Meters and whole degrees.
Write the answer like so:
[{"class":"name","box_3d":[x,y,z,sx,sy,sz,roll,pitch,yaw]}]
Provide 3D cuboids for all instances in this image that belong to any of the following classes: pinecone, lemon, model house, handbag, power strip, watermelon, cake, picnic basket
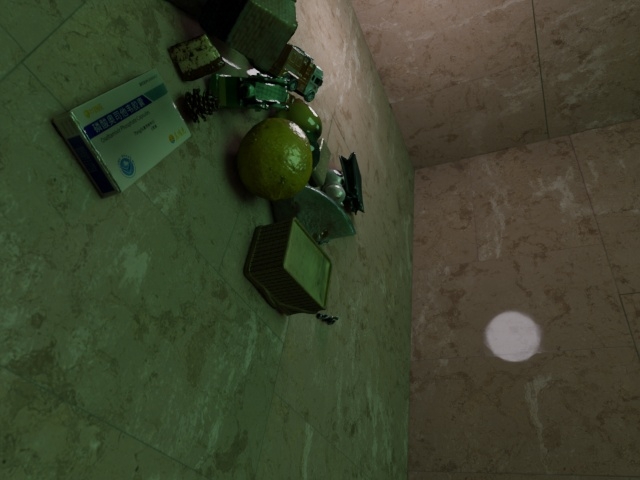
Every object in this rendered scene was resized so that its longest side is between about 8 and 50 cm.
[{"class":"pinecone","box_3d":[-0.352,-0.400,1.398,0.102,0.110,0.102,-8,90,-68]},{"class":"lemon","box_3d":[-0.154,-0.279,1.614,0.258,0.258,0.310,48,40,-50]},{"class":"model house","box_3d":[-0.240,-0.742,1.495,0.284,0.243,0.298,22,43,-34]},{"class":"handbag","box_3d":[0.168,-0.291,2.476,0.326,0.090,0.238,61,23,-67]},{"class":"power strip","box_3d":[-0.011,-0.367,2.210,0.256,0.070,0.105,-79,149,-42]},{"class":"watermelon","box_3d":[-0.062,-0.076,1.813,0.258,0.387,0.228,-57,176,-5]},{"class":"cake","box_3d":[-0.340,-0.585,1.474,0.112,0.135,0.246,67,26,-24]},{"class":"picnic basket","box_3d":[-0.107,0.104,1.673,0.313,0.176,0.227,51,37,-41]}]

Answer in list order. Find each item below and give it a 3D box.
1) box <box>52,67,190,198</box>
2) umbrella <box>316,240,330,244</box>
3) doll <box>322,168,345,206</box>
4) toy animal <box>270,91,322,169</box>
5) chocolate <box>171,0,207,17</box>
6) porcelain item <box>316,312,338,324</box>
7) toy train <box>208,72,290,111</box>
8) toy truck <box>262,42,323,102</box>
[{"class":"box","box_3d":[-0.460,-0.271,1.154,0.343,0.065,0.200,-66,140,-53]},{"class":"umbrella","box_3d":[0.000,0.000,2.105,0.188,0.050,0.046,4,99,-66]},{"class":"doll","box_3d":[0.064,-0.256,2.288,0.110,0.107,0.180,43,40,-56]},{"class":"toy animal","box_3d":[-0.090,-0.432,1.899,0.216,0.191,0.337,13,67,-52]},{"class":"chocolate","box_3d":[-0.402,-0.816,1.489,0.303,0.101,0.185,-13,95,-63]},{"class":"porcelain item","box_3d":[0.044,0.334,2.030,0.136,0.075,0.021,41,43,-54]},{"class":"toy train","box_3d":[-0.227,-0.503,1.616,0.301,0.203,0.120,-35,130,-64]},{"class":"toy truck","box_3d":[-0.106,-0.682,1.898,0.162,0.136,0.305,-58,157,13]}]
